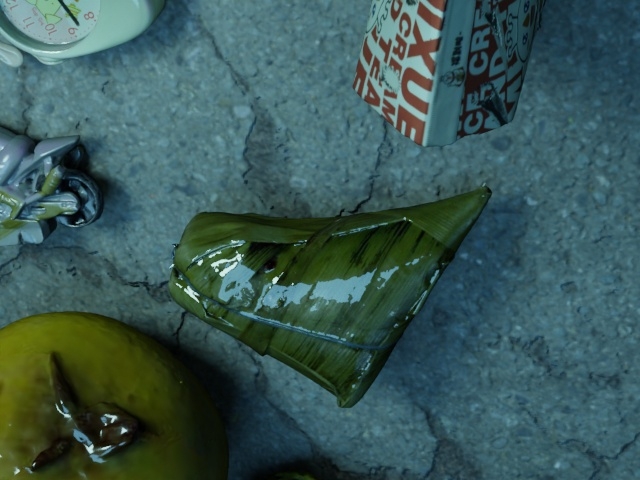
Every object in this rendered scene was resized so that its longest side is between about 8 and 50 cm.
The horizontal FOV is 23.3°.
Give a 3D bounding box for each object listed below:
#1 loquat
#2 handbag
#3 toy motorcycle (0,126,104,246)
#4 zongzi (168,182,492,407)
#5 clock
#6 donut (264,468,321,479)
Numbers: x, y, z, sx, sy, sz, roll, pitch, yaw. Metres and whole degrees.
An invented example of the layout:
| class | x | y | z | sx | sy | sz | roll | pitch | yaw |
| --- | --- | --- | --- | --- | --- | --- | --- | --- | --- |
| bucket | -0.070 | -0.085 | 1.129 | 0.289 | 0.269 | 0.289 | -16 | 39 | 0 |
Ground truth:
| class | x | y | z | sx | sy | sz | roll | pitch | yaw |
| --- | --- | --- | --- | --- | --- | --- | --- | --- | --- |
| loquat | -0.264 | 0.250 | 1.630 | 0.328 | 0.328 | 0.359 | 30 | 152 | -3 |
| handbag | 0.110 | -0.211 | 1.282 | 0.151 | 0.298 | 0.171 | 13 | 120 | 8 |
| toy motorcycle | -0.339 | -0.066 | 1.607 | 0.225 | 0.073 | 0.152 | -11 | 111 | 20 |
| zongzi | 0.000 | 0.000 | 1.528 | 0.250 | 0.125 | 0.274 | 27 | 119 | -10 |
| clock | -0.259 | -0.248 | 1.493 | 0.191 | 0.062 | 0.151 | -17 | 113 | 23 |
| donut | -0.027 | 0.391 | 1.694 | 0.272 | 0.107 | 0.272 | 15 | 111 | 42 |
